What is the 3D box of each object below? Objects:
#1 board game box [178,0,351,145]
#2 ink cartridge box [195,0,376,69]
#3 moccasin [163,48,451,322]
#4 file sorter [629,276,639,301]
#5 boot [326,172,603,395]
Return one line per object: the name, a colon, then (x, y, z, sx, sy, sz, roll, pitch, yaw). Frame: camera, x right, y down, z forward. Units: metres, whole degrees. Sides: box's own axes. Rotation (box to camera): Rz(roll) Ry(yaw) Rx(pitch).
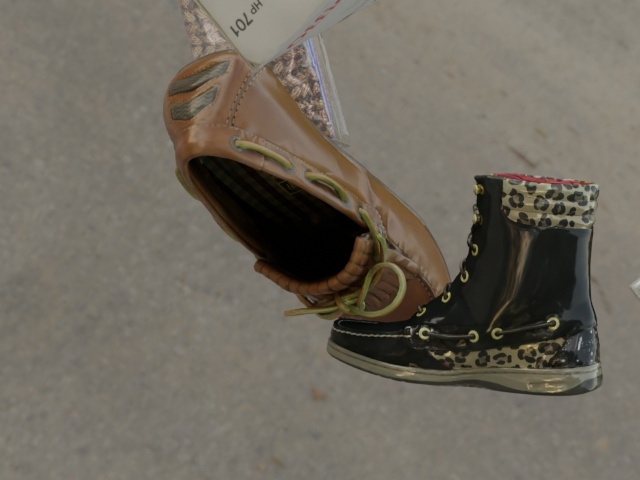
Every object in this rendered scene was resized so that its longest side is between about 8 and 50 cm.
board game box: (-0.066, -0.219, 1.787, 0.291, 0.141, 0.232, -17, 92, -84)
ink cartridge box: (0.028, -0.179, 0.705, 0.082, 0.139, 0.191, 51, 36, 1)
moccasin: (0.003, -0.001, 1.196, 0.380, 0.139, 0.147, 52, 31, -44)
file sorter: (0.569, 0.054, 1.725, 0.193, 0.278, 0.173, 51, 3, -3)
boot: (0.122, 0.030, 1.157, 0.236, 0.178, 0.085, 5, 10, 22)
